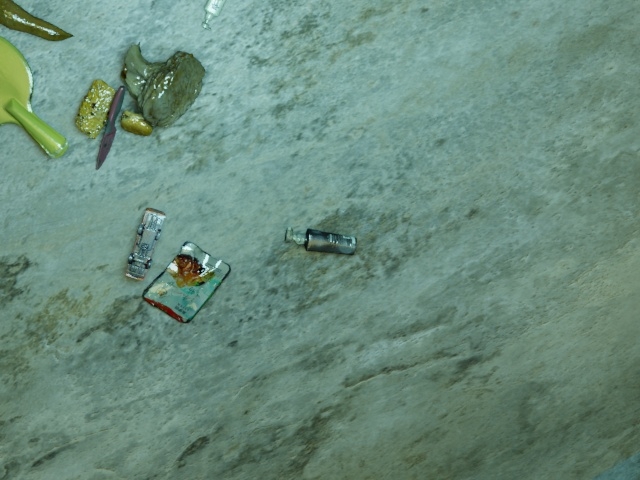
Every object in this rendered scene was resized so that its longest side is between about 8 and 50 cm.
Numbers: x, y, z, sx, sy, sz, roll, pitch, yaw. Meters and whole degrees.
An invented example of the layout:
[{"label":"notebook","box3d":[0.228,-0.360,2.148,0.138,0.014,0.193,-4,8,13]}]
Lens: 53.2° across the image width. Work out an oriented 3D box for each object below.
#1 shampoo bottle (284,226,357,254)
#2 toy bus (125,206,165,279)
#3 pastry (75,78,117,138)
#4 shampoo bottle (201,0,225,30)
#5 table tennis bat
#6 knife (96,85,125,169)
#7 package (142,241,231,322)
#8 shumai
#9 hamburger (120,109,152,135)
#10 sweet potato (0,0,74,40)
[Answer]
[{"label":"shampoo bottle","box3d":[0.000,0.000,1.832,0.207,0.057,0.064,8,108,-14]},{"label":"toy bus","box3d":[-0.474,0.008,1.734,0.064,0.077,0.192,18,103,-14]},{"label":"pastry","box3d":[-0.566,-0.332,1.611,0.080,0.056,0.140,33,94,-27]},{"label":"shampoo bottle","box3d":[-0.261,-0.594,1.586,0.048,0.034,0.141,23,104,-25]},{"label":"table tennis bat","box3d":[-0.773,-0.348,1.570,0.224,0.054,0.368,-45,107,5]},{"label":"knife","box3d":[-0.535,-0.284,1.627,0.018,0.035,0.247,39,121,17]},{"label":"package","box3d":[-0.378,0.122,1.814,0.166,0.040,0.232,38,100,-21]},{"label":"shumai","box3d":[-0.402,-0.398,1.585,0.175,0.166,0.206,36,76,13]},{"label":"hamburger","box3d":[-0.470,-0.297,1.633,0.083,0.076,0.044,12,77,-10]},{"label":"sweet potato","box3d":[-0.724,-0.531,1.507,0.273,0.067,0.067,22,104,-23]}]
